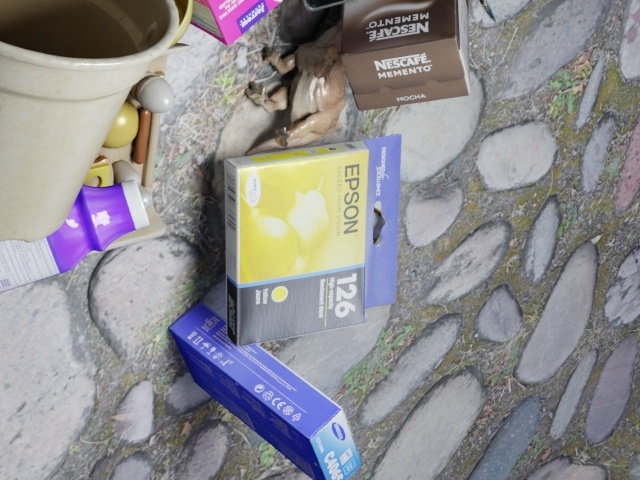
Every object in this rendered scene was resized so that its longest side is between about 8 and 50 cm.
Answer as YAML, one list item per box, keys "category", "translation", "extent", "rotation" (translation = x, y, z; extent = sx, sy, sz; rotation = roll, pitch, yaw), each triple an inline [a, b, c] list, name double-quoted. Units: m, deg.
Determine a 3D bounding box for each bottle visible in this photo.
- category: "bottle"
  translation: [-0.371, -0.009, 1.790]
  extent: [0.282, 0.092, 0.118]
  rotation: [-19, 124, -7]

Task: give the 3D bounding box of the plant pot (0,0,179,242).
- category: "plant pot"
  translation: [-0.371, -0.176, 1.592]
  extent: [0.333, 0.334, 0.305]
  rotation: [-12, 137, -43]

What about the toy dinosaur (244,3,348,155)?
- category: "toy dinosaur"
  translation: [0.004, -0.235, 2.096]
  extent: [0.200, 0.127, 0.296]
  rotation: [-3, 126, -55]

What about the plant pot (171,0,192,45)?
- category: "plant pot"
  translation: [-0.226, -0.304, 1.792]
  extent: [0.134, 0.134, 0.095]
  rotation: [-54, 168, -1]

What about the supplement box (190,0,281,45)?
- category: "supplement box"
  translation: [-0.151, -0.387, 1.807]
  extent: [0.111, 0.114, 0.220]
  rotation: [-44, 144, -16]

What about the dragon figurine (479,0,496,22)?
- category: "dragon figurine"
  translation: [0.192, -0.448, 2.159]
  extent: [0.144, 0.085, 0.289]
  rotation: [-39, 136, -17]

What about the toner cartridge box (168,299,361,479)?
- category: "toner cartridge box"
  translation: [-0.091, 0.247, 2.165]
  extent: [0.075, 0.348, 0.165]
  rotation: [-42, 142, -19]

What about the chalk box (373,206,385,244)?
- category: "chalk box"
  translation: [-0.012, 0.008, 2.252]
  extent: [0.132, 0.132, 0.213]
  rotation: [22, 101, -54]

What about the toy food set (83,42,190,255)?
- category: "toy food set"
  translation: [-0.290, -0.122, 1.873]
  extent: [0.219, 0.092, 0.306]
  rotation: [-17, 129, -40]

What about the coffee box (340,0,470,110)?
- category: "coffee box"
  translation: [0.126, -0.342, 1.961]
  extent: [0.119, 0.168, 0.297]
  rotation: [68, 20, -49]

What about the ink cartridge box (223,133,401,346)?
- category: "ink cartridge box"
  translation: [0.000, 0.000, 2.116]
  extent: [0.307, 0.072, 0.304]
  rotation: [-9, 114, -21]

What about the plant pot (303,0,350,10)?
- category: "plant pot"
  translation: [0.040, -0.463, 1.881]
  extent: [0.187, 0.167, 0.188]
  rotation: [-14, 139, 6]
